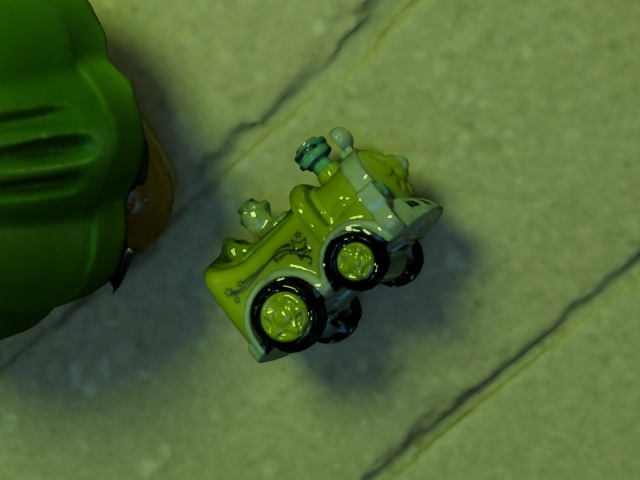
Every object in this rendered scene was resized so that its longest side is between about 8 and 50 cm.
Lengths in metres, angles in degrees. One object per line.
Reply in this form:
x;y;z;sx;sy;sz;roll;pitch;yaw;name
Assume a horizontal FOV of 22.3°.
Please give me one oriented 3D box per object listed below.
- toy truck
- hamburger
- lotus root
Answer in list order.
0.000;0.000;0.751;0.111;0.076;0.077;-43;78;12;toy truck
-0.109;-0.029;0.761;0.076;0.044;0.083;-34;103;15;hamburger
-0.190;-0.032;0.673;0.186;0.186;0.186;1;105;4;lotus root
